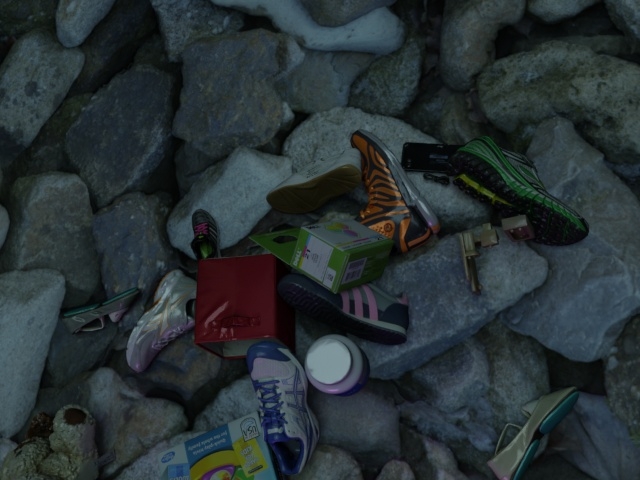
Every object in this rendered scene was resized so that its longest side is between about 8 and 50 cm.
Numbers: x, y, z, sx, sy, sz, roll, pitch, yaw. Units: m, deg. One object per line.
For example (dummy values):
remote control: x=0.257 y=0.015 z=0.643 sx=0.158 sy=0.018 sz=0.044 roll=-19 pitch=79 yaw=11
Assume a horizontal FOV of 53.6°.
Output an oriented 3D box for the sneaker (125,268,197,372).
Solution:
sneaker: x=-0.363 y=0.204 z=1.516 sx=0.121 sy=0.099 sz=0.262 roll=24 pitch=81 yaw=12

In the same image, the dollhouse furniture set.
dollhouse furniture set: x=0.388 y=0.035 z=1.370 sx=0.151 sy=0.144 sz=0.123 roll=-13 pitch=72 yaw=23

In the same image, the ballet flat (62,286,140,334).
ballet flat: x=-0.536 y=0.179 z=1.579 sx=0.213 sy=0.072 sz=0.068 roll=-20 pitch=99 yaw=6

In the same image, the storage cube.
storage cube: x=-0.163 y=0.152 z=1.431 sx=0.184 sy=0.215 sz=0.193 roll=-6 pitch=67 yaw=10

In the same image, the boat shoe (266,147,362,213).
boat shoe: x=-0.011 y=-0.144 z=1.521 sx=0.277 sy=0.098 sz=0.096 roll=-17 pitch=44 yaw=35

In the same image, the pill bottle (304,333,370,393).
pill bottle: x=0.034 y=0.266 z=1.350 sx=0.125 sy=0.221 sz=0.124 roll=-3 pitch=73 yaw=11

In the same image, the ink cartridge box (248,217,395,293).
ink cartridge box: x=0.000 y=0.000 z=1.387 sx=0.255 sy=0.189 sz=0.096 roll=30 pitch=115 yaw=28

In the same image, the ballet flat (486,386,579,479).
ballet flat: x=0.434 y=0.388 z=1.317 sx=0.086 sy=0.086 sz=0.248 roll=37 pitch=85 yaw=18

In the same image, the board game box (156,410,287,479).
board game box: x=-0.188 y=0.571 z=1.345 sx=0.254 sy=0.079 sz=0.335 roll=-25 pitch=59 yaw=5

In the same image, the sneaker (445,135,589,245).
sneaker: x=0.462 y=-0.122 z=1.428 sx=0.344 sy=0.134 sz=0.146 roll=40 pitch=65 yaw=10

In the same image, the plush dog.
plush dog: x=-0.629 y=0.522 z=1.454 sx=0.226 sy=0.210 sz=0.262 roll=2 pitch=46 yaw=26

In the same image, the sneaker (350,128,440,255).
sneaker: x=0.122 y=-0.105 z=1.492 sx=0.180 sy=0.124 sz=0.321 roll=-33 pitch=71 yaw=-1

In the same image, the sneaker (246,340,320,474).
sneaker: x=-0.078 y=0.352 z=1.322 sx=0.112 sy=0.131 sz=0.296 roll=-16 pitch=110 yaw=19

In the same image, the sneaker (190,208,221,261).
sneaker: x=-0.288 y=-0.006 z=1.570 sx=0.063 sy=0.075 sz=0.170 roll=-16 pitch=71 yaw=6

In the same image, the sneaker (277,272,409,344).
sneaker: x=0.056 y=0.121 z=1.399 sx=0.319 sy=0.112 sz=0.131 roll=26 pitch=58 yaw=-20

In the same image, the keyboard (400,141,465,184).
keyboard: x=0.285 y=-0.184 z=1.538 sx=0.180 sy=0.023 sz=0.108 roll=5 pitch=69 yaw=13
